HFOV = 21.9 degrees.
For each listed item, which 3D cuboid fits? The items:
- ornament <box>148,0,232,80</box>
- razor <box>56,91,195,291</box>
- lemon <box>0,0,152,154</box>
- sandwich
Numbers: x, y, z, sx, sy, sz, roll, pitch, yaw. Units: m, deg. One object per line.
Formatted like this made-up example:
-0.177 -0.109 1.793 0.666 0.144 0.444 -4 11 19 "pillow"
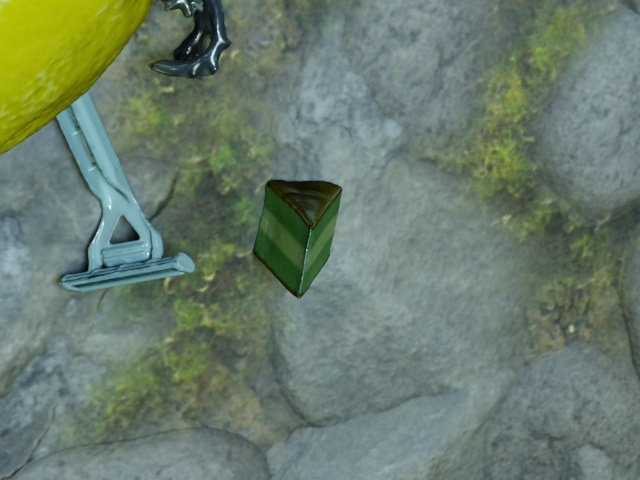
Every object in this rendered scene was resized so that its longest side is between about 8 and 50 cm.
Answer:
-0.037 -0.217 1.329 0.202 0.080 0.236 30 94 -27 "ornament"
-0.194 -0.089 1.330 0.111 0.056 0.278 -10 112 20 "razor"
-0.264 -0.206 1.103 0.336 0.336 0.336 -8 113 -20 "lemon"
0.000 0.000 1.405 0.074 0.116 0.074 3 109 -23 "sandwich"
